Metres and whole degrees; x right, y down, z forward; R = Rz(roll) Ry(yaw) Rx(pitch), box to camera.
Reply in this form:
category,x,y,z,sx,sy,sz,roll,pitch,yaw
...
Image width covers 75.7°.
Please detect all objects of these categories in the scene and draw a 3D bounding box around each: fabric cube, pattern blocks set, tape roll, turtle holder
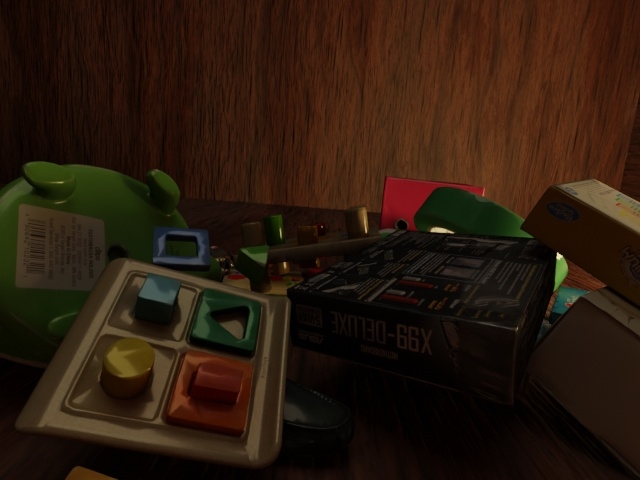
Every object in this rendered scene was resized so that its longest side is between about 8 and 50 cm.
category,x,y,z,sx,sy,sz,roll,pitch,yaw
fabric cube,0.301,-0.049,1.207,0.257,0.255,0.259,8,10,8
pattern blocks set,-0.113,0.092,0.870,0.324,0.026,0.285,4,10,0
tape roll,0.353,0.014,0.891,0.321,0.077,0.321,39,-4,3
turtle holder,-0.287,0.031,0.544,0.227,0.244,0.320,-21,10,30

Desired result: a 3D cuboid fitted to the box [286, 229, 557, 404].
category,x,y,z,sx,sy,sz,roll,pitch,yaw
box,0.146,0.060,0.522,0.242,0.077,0.307,5,17,34

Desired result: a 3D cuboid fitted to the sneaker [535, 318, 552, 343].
category,x,y,z,sx,sy,sz,roll,pitch,yaw
sneaker,0.318,0.138,0.713,0.073,0.064,0.162,-2,12,-17

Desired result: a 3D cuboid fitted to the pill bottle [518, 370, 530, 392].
category,x,y,z,sx,sy,sz,roll,pitch,yaw
pill bottle,0.213,0.158,0.548,0.116,0.065,0.065,13,13,36

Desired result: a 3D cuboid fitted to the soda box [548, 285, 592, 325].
category,x,y,z,sx,sy,sz,roll,pitch,yaw
soda box,0.457,0.140,0.742,0.071,0.068,0.210,11,12,32

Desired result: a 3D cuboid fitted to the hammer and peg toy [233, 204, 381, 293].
category,x,y,z,sx,sy,sz,roll,pitch,yaw
hammer and peg toy,0.000,0.000,0.844,0.265,0.128,0.361,-8,5,8

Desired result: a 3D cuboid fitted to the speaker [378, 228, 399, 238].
category,x,y,z,sx,sy,sz,roll,pitch,yaw
speaker,0.222,0.054,0.946,0.131,0.131,0.296,-1,12,-28

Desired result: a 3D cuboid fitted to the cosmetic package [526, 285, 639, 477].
category,x,y,z,sx,sy,sz,roll,pitch,yaw
cosmetic package,0.399,0.134,0.490,0.309,0.113,0.160,-4,40,-41

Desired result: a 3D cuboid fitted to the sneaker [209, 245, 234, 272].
category,x,y,z,sx,sy,sz,roll,pitch,yaw
sneaker,-0.217,0.043,0.867,0.064,0.061,0.158,11,11,1

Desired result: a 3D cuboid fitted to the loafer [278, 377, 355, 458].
category,x,y,z,sx,sy,sz,roll,pitch,yaw
loafer,-0.074,0.152,0.413,0.223,0.079,0.076,8,11,19

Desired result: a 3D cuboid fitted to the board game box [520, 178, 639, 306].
category,x,y,z,sx,sy,sz,roll,pitch,yaw
board game box,0.431,0.036,0.492,0.242,0.064,0.316,-11,44,-46

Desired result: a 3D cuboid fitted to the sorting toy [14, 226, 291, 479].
category,x,y,z,sx,sy,sz,roll,pitch,yaw
sorting toy,-0.123,0.092,0.366,0.195,0.047,0.348,14,38,-11
